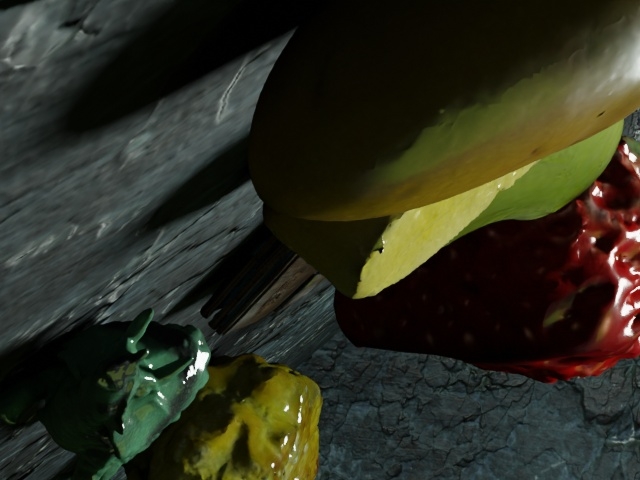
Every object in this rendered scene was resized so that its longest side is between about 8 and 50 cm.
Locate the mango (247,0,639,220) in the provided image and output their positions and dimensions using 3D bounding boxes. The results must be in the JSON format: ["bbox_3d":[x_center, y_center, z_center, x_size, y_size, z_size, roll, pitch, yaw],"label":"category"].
[{"bbox_3d":[0.074,-0.084,0.547,0.253,0.113,0.138,-36,172,-22],"label":"mango"}]

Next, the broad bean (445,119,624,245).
[{"bbox_3d":[0.125,-0.066,0.989,0.263,0.121,0.189,-30,165,-50],"label":"broad bean"}]

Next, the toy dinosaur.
[{"bbox_3d":[-0.137,0.107,0.814,0.120,0.079,0.292,-35,176,-29],"label":"toy dinosaur"}]

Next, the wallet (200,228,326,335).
[{"bbox_3d":[0.000,0.000,1.046,0.124,0.042,0.230,-47,173,23],"label":"wallet"}]

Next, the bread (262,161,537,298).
[{"bbox_3d":[0.070,-0.068,0.764,0.245,0.094,0.102,-38,165,-27],"label":"bread"}]

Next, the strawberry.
[{"bbox_3d":[0.176,0.009,1.390,0.345,0.295,0.317,-9,-158,16],"label":"strawberry"}]

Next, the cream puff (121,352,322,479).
[{"bbox_3d":[-0.110,0.239,1.416,0.282,0.185,0.281,15,90,-78],"label":"cream puff"}]
